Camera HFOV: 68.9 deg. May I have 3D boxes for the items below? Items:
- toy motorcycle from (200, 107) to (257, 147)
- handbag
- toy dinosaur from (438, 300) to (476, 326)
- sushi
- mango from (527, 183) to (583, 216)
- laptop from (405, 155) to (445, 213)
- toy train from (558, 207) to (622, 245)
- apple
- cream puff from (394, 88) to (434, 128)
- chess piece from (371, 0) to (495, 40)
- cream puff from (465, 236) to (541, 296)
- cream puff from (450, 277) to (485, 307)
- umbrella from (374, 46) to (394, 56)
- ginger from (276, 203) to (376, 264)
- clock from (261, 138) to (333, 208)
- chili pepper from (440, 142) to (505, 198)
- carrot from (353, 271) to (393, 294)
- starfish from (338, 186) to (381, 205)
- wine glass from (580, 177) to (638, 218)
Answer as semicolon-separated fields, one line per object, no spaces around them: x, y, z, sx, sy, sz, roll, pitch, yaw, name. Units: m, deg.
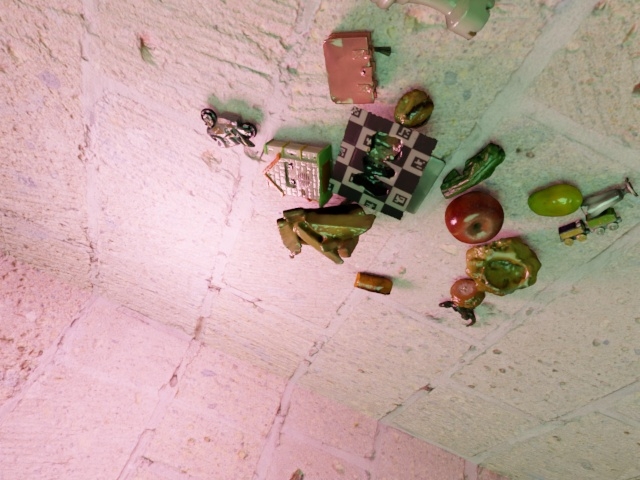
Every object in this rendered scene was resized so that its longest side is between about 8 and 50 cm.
-0.345;-0.403;1.748;0.225;0.073;0.152;20;138;4;toy motorcycle
0.097;-0.531;1.450;0.157;0.059;0.212;9;135;23;handbag
0.631;0.312;2.114;0.187;0.087;0.179;32;174;10;toy dinosaur
0.210;-0.279;1.608;0.296;0.100;0.373;24;138;6;sushi
0.793;-0.132;1.573;0.117;0.089;0.163;40;146;-29;mango
0.316;-0.223;1.711;0.187;0.015;0.269;23;136;-1;laptop
0.926;-0.049;1.618;0.202;0.060;0.081;-28;111;39;toy train
0.544;-0.087;1.660;0.201;0.162;0.201;3;129;4;apple
0.288;-0.410;1.467;0.104;0.133;0.119;58;175;17;cream puff
0.292;-0.643;1.201;0.299;0.195;0.194;22;137;-13;chess piece
0.690;0.114;1.777;0.281;0.185;0.282;11;139;10;cream puff
0.620;0.226;1.957;0.144;0.126;0.103;-6;146;37;cream puff
0.184;-0.576;1.414;0.083;0.020;0.031;12;169;12;umbrella
0.000;0.000;1.788;0.358;0.211;0.413;-2;166;-29;ginger
-0.089;-0.261;1.759;0.255;0.106;0.220;14;128;22;clock
0.509;-0.227;1.572;0.083;0.099;0.253;30;137;-22;chili pepper
0.238;0.195;2.103;0.173;0.082;0.082;11;136;9;carrot
0.133;-0.204;1.773;0.208;0.053;0.176;3;126;17;starfish
0.937;-0.136;1.521;0.072;0.072;0.155;39;133;-18;wine glass
